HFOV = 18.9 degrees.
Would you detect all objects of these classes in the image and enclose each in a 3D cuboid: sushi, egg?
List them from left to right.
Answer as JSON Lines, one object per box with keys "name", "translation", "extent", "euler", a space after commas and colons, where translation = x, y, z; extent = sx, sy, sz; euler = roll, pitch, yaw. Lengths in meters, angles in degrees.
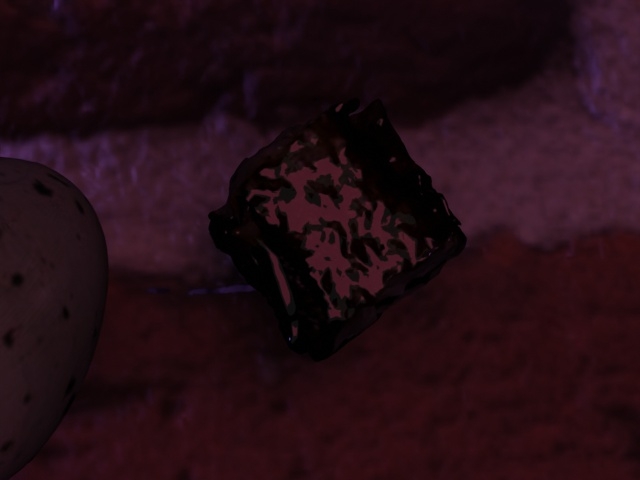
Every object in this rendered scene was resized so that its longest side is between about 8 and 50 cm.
{"name": "egg", "translation": [-0.148, 0.034, 0.737], "extent": [0.131, 0.131, 0.164], "euler": [49, 48, 3]}
{"name": "sushi", "translation": [0.001, -0.001, 0.789], "extent": [0.098, 0.094, 0.084], "euler": [-33, 83, -18]}
